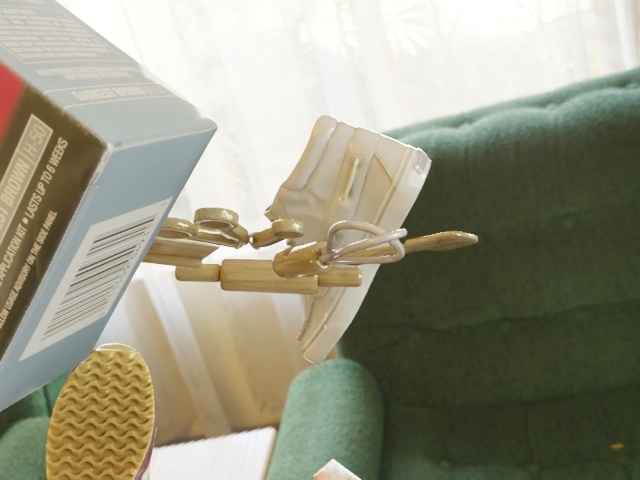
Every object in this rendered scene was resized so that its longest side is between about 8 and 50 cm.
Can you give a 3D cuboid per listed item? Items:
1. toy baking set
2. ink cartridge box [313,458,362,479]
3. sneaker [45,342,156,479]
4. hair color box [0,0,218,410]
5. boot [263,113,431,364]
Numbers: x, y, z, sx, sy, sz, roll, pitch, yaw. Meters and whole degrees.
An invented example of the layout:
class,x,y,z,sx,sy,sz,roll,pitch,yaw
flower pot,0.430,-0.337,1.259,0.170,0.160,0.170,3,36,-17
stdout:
class,x,y,z,sx,sy,sz,roll,pitch,yaw
toy baking set,-0.021,0.015,0.583,0.256,0.030,0.197,3,-12,-6
ink cartridge box,0.073,0.384,1.017,0.045,0.145,0.179,-37,15,-15
sneaker,-0.143,0.163,0.498,0.069,0.185,0.084,4,-14,-11
hair color box,-0.264,-0.094,0.426,0.185,0.374,0.113,-56,-9,22
boot,0.000,0.000,0.749,0.123,0.258,0.095,25,27,0
